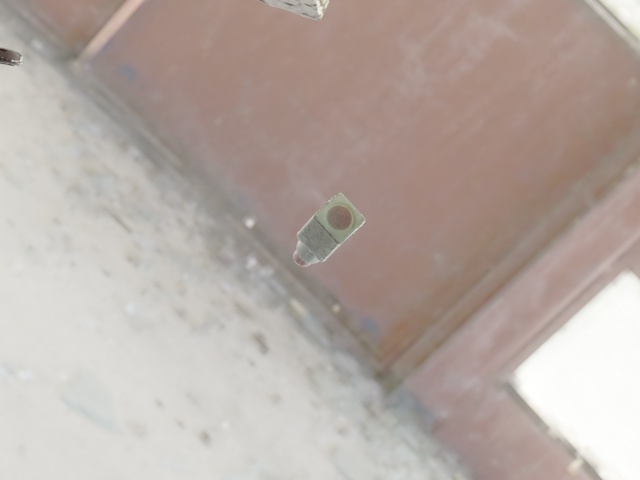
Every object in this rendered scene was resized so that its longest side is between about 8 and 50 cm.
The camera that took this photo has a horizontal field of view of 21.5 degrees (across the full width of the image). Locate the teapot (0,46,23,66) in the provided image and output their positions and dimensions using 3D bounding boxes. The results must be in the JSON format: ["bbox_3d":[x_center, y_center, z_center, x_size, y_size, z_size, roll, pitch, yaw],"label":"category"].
[{"bbox_3d":[-0.230,-0.119,1.025,0.100,0.068,0.045,11,-2,16],"label":"teapot"}]

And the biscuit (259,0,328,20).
[{"bbox_3d":[-0.107,-0.240,1.316,0.301,0.043,0.278,18,-1,-44],"label":"biscuit"}]

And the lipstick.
[{"bbox_3d":[-0.001,-0.001,1.281,0.030,0.030,0.129,47,-19,1],"label":"lipstick"}]
